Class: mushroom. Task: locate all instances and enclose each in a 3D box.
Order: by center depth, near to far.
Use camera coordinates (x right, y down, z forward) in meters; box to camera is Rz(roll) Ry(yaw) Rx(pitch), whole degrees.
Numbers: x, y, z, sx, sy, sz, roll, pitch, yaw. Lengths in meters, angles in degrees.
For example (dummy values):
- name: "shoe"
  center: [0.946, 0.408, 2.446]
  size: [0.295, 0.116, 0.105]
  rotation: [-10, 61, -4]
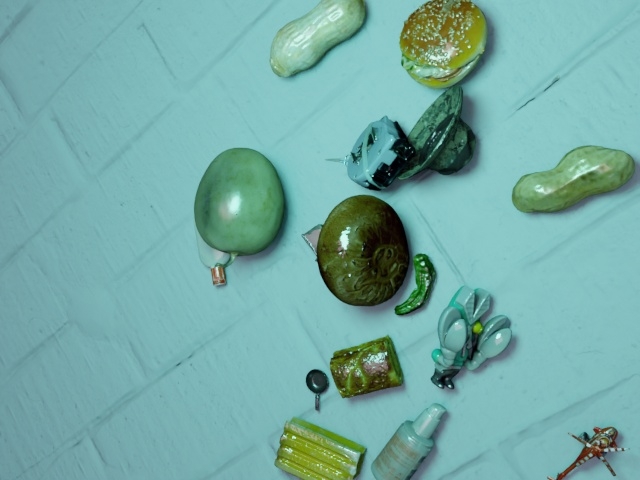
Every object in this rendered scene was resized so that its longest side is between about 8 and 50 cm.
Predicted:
- name: "mushroom"
  center: [0.118, 0.027, 1.532]
  size: [0.163, 0.278, 0.297]
  rotation: [6, 133, 40]

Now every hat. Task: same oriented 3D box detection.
- name: "hat"
  center: [0.307, -0.236, 1.502]
  size: [0.128, 0.265, 0.266]
  rotation: [32, 105, -13]

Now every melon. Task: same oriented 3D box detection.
- name: "melon"
  center: [-0.220, -0.098, 1.672]
  size: [0.271, 0.271, 0.308]
  rotation: [19, 103, 22]

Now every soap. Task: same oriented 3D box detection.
- name: "soap"
  center: [-0.002, 0.597, 1.680]
  size: [0.231, 0.073, 0.140]
  rotation: [17, 98, 22]

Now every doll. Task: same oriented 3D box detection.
- name: "doll"
  center: [0.369, 0.245, 1.500]
  size: [0.153, 0.194, 0.259]
  rotation: [32, 135, 53]

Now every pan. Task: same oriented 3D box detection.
- name: "pan"
  center: [-0.007, 0.418, 1.707]
  size: [0.068, 0.023, 0.115]
  rotation: [-1, 87, 22]

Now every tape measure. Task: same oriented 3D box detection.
- name: "tape measure"
  center: [0.145, -0.218, 1.553]
  size: [0.181, 0.107, 0.182]
  rotation: [-53, 27, 23]

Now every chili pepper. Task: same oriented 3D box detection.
- name: "chili pepper"
  center: [0.252, 0.123, 1.584]
  size: [0.073, 0.050, 0.182]
  rotation: [23, 102, 14]

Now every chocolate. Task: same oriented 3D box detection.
- name: "chocolate"
  center: [-0.016, -0.562, 1.646]
  size: [0.309, 0.134, 0.134]
  rotation: [-34, 78, 20]

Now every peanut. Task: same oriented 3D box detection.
- name: "peanut"
  center: [0.577, -0.144, 1.410]
  size: [0.274, 0.111, 0.125]
  rotation: [-22, 78, 21]

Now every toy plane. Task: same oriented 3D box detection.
- name: "toy plane"
  center: [0.625, 0.510, 1.419]
  size: [0.126, 0.077, 0.194]
  rotation: [24, 107, 24]

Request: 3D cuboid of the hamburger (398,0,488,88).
- name: "hamburger"
  center: [0.304, -0.491, 1.501]
  size: [0.236, 0.147, 0.237]
  rotation: [-3, 84, 28]

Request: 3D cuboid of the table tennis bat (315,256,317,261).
- name: "table tennis bat"
  center: [0.058, 0.088, 1.688]
  size: [0.169, 0.119, 0.108]
  rotation: [26, 79, -5]

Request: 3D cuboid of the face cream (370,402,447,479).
- name: "face cream"
  center: [0.236, 0.520, 1.565]
  size: [0.101, 0.101, 0.252]
  rotation: [37, 103, 18]

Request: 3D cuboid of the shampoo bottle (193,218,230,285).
- name: "shampoo bottle"
  center: [-0.318, 0.024, 1.820]
  size: [0.108, 0.051, 0.221]
  rotation: [-11, 86, 20]

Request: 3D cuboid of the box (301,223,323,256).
- name: "box"
  center: [0.000, 0.000, 1.684]
  size: [0.063, 0.060, 0.085]
  rotation: [-41, 74, 13]

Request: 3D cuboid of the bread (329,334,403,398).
- name: "bread"
  center: [0.120, 0.340, 1.611]
  size: [0.172, 0.103, 0.132]
  rotation: [-19, 90, 18]

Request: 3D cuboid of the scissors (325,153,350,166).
- name: "scissors"
  center: [0.051, -0.224, 1.688]
  size: [0.083, 0.006, 0.036]
  rotation: [7, 91, 23]
